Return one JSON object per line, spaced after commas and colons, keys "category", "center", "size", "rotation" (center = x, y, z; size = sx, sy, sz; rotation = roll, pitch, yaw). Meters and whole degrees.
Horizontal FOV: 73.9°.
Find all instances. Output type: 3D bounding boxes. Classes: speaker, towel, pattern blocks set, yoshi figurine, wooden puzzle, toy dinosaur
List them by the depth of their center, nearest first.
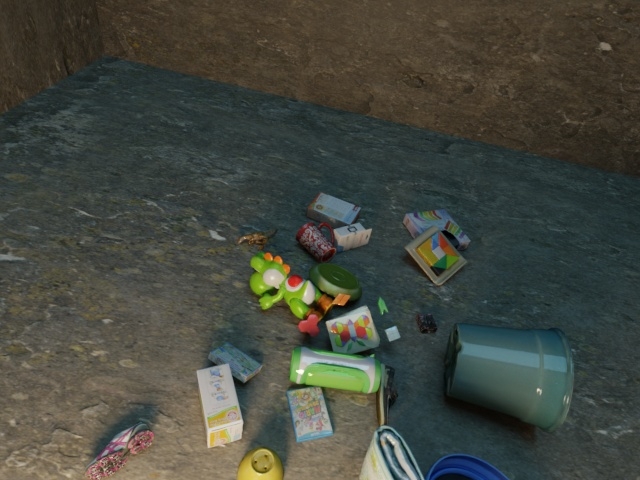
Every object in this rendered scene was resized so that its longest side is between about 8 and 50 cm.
{"category": "towel", "center": [0.201, 0.697, 1.051], "size": [0.090, 0.321, 0.375], "rotation": [-9, 46, -18]}
{"category": "speaker", "center": [0.048, 0.437, 1.438], "size": [0.296, 0.131, 0.131], "rotation": [10, 42, -4]}
{"category": "pattern blocks set", "center": [0.113, 0.331, 1.538], "size": [0.324, 0.026, 0.286], "rotation": [-29, 83, -11]}
{"category": "yoshi figurine", "center": [-0.139, 0.202, 1.668], "size": [0.362, 0.203, 0.203], "rotation": [40, 88, 10]}
{"category": "toy dinosaur", "center": [-0.268, -0.020, 1.922], "size": [0.211, 0.064, 0.112], "rotation": [-12, 46, -25]}
{"category": "wooden puzzle", "center": [0.538, 0.061, 1.967], "size": [0.220, 0.044, 0.239], "rotation": [-34, 75, -27]}

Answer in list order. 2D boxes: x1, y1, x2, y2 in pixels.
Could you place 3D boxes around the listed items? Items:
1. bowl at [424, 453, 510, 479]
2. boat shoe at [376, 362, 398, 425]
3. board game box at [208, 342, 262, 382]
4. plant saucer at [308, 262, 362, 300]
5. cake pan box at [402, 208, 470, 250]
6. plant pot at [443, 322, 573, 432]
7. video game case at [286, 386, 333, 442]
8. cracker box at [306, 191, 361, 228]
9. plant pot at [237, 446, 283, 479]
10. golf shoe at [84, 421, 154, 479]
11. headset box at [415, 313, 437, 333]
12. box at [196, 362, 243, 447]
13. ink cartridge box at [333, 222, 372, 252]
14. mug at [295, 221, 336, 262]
{"category": "bowl", "center": [0.430, 0.779, 1.128], "size": [0.390, 0.077, 0.391], "rotation": [20, 34, -14]}
{"category": "boat shoe", "center": [0.227, 0.515, 1.437], "size": [0.073, 0.080, 0.224], "rotation": [6, 37, 1]}
{"category": "board game box", "center": [-0.287, 0.410, 1.437], "size": [0.154, 0.026, 0.103], "rotation": [28, 15, 18]}
{"category": "plant saucer", "center": [0.069, 0.160, 1.759], "size": [0.240, 0.037, 0.241], "rotation": [21, 22, -9]}
{"category": "cake pan box", "center": [0.582, -0.042, 2.142], "size": [0.245, 0.070, 0.267], "rotation": [-8, 46, -18]}
{"category": "plant pot", "center": [0.611, 0.438, 1.451], "size": [0.333, 0.341, 0.341], "rotation": [9, 41, 9]}
{"category": "video game case", "center": [-0.037, 0.557, 1.377], "size": [0.119, 0.015, 0.166], "rotation": [-3, 44, -17]}
{"category": "cracker box", "center": [0.067, -0.141, 2.131], "size": [0.232, 0.067, 0.156], "rotation": [23, 44, 13]}
{"category": "plant pot", "center": [-0.166, 0.639, 1.196], "size": [0.134, 0.095, 0.134], "rotation": [7, 41, -6]}
{"category": "golf shoe", "center": [-0.567, 0.588, 1.193], "size": [0.186, 0.068, 0.085], "rotation": [-28, 29, -36]}
{"category": "headset box", "center": [0.427, 0.331, 1.720], "size": [0.062, 0.032, 0.083], "rotation": [1, 44, -12]}
{"category": "box", "center": [-0.310, 0.501, 1.299], "size": [0.103, 0.114, 0.203], "rotation": [-7, 43, -22]}
{"category": "ink cartridge box", "center": [0.143, -0.016, 1.983], "size": [0.180, 0.104, 0.060], "rotation": [-15, 47, -28]}
{"category": "mug", "center": [-0.006, 0.000, 1.908], "size": [0.169, 0.150, 0.113], "rotation": [46, 14, 27]}
